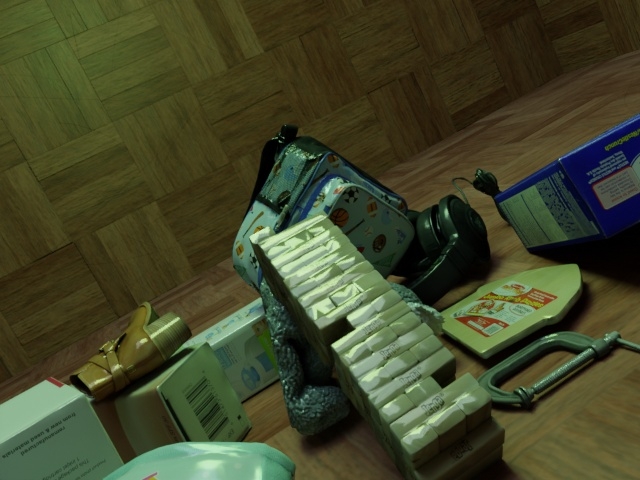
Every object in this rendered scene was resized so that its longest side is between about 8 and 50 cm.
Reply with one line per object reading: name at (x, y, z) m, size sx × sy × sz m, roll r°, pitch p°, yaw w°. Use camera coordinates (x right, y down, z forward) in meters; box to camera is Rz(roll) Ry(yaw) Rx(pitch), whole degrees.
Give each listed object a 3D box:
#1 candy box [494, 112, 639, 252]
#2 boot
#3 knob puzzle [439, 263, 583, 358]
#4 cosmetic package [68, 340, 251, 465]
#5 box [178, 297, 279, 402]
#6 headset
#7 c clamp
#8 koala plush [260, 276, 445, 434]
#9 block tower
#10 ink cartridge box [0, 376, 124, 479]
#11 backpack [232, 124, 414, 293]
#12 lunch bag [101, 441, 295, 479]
candy box at (0.426, -0.097, 0.878) m, size 0.268 × 0.122 × 0.317 m, roll -28°, pitch -4°, yaw 0°
boot at (-0.282, 0.158, 0.875) m, size 0.152 × 0.073 × 0.197 m, roll -37°, pitch 12°, yaw -29°
knob puzzle at (0.262, 0.089, 0.815) m, size 0.213 × 0.030 × 0.213 m, roll -26°, pitch 10°, yaw 5°
cosmetic package at (-0.271, 0.270, 0.898) m, size 0.296 × 0.153 × 0.129 m, roll -22°, pitch 11°, yaw 29°
box at (-0.149, 0.200, 1.033) m, size 0.203 × 0.114 × 0.103 m, roll -30°, pitch 12°, yaw -14°
headset at (0.216, 0.016, 1.106) m, size 0.394 × 0.185 × 0.243 m, roll -50°, pitch 17°, yaw -27°
c clamp at (0.246, 0.134, 0.659) m, size 0.161 × 0.022 × 0.137 m, roll -27°, pitch 11°, yaw -7°
koala plush at (0.043, 0.117, 0.831) m, size 0.221 × 0.203 × 0.196 m, roll -13°, pitch 5°, yaw -6°
block tower at (0.044, 0.098, 0.643) m, size 0.097 × 0.091 × 0.335 m, roll -29°, pitch 48°, yaw -15°
ink cartridge box at (-0.238, 0.266, 0.604) m, size 0.100 × 0.237 × 0.172 m, roll -30°, pitch 11°, yaw -31°
backpack at (0.000, 0.000, 1.000) m, size 0.263 × 0.277 × 0.213 m, roll -55°, pitch 37°, yaw 8°
lunch bag at (-0.120, 0.266, 0.379) m, size 0.262 × 0.160 × 0.223 m, roll -34°, pitch 20°, yaw 22°
